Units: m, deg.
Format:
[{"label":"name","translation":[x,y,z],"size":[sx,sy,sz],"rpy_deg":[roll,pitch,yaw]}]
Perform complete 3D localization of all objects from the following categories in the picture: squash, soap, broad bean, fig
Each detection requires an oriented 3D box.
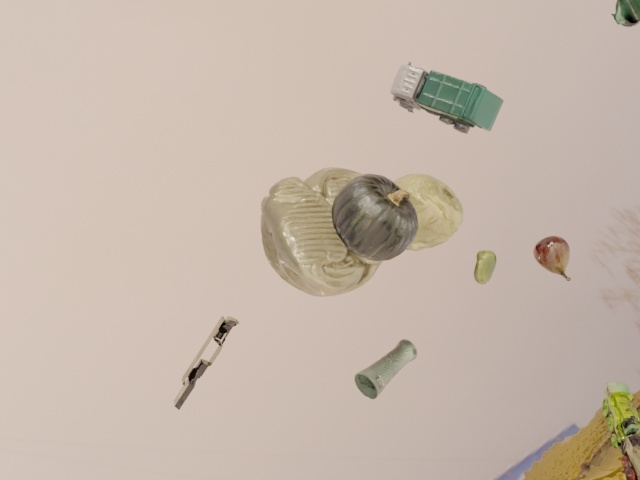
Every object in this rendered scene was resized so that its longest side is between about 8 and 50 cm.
[{"label":"squash","translation":[0.127,-0.056,1.464],"size":[0.218,0.218,0.172],"rpy_deg":[-11,-46,-33]},{"label":"soap","translation":[0.520,0.459,1.310],"size":[0.339,0.169,0.304],"rpy_deg":[-2,-91,-12]},{"label":"broad bean","translation":[0.390,0.064,1.501],"size":[0.063,0.045,0.083],"rpy_deg":[23,-103,-50]},{"label":"fig","translation":[0.578,0.052,1.549],"size":[0.089,0.125,0.088],"rpy_deg":[-10,-27,-5]}]

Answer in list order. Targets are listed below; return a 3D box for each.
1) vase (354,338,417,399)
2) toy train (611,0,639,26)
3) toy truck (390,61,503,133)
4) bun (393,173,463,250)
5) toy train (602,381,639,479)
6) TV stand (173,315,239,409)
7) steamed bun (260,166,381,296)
[{"label":"vase","translation":[0.214,0.399,1.998],"size":[0.219,0.096,0.096],"rpy_deg":[-33,-37,-34]},{"label":"toy train","translation":[0.715,-0.639,1.385],"size":[0.237,0.150,0.369],"rpy_deg":[-47,-68,-14]},{"label":"toy truck","translation":[0.288,-0.331,1.459],"size":[0.114,0.254,0.124],"rpy_deg":[-67,-21,7]},{"label":"bun","translation":[0.273,-0.062,1.753],"size":[0.243,0.244,0.153],"rpy_deg":[89,-160,-44]},{"label":"toy train","translation":[0.580,0.374,1.180],"size":[0.053,0.249,0.085],"rpy_deg":[2,-61,8]},{"label":"TV stand","translation":[-0.278,0.289,1.502],"size":[0.042,0.036,0.249],"rpy_deg":[33,-89,-23]},{"label":"steamed bun","translation":[0.000,0.000,1.749],"size":[0.343,0.367,0.255],"rpy_deg":[-1,-32,-18]}]
